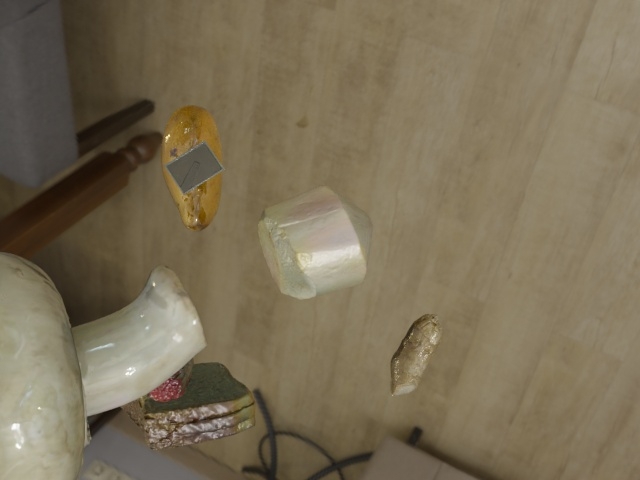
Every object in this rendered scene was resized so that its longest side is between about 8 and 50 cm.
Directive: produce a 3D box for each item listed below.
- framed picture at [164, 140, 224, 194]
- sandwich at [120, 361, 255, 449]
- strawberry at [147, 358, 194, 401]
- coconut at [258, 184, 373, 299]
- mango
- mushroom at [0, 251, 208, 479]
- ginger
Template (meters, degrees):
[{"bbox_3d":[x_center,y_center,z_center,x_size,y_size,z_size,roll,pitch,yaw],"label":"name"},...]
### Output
[{"bbox_3d":[-0.228,-0.131,1.472,0.066,0.089,0.006,55,168,1],"label":"framed picture"},{"bbox_3d":[-0.308,0.373,1.899,0.301,0.271,0.099,-161,64,-63],"label":"sandwich"},{"bbox_3d":[-0.303,0.253,1.630,0.086,0.145,0.145,11,127,10],"label":"strawberry"},{"bbox_3d":[0.000,0.000,1.816,0.239,0.244,0.239,162,90,-77],"label":"coconut"},{"bbox_3d":[-0.300,-0.169,1.910,0.120,0.177,0.294,2,92,20],"label":"mango"},{"bbox_3d":[-0.339,0.140,0.918,0.315,0.315,0.356,38,98,3],"label":"mushroom"},{"bbox_3d":[0.193,0.235,1.679,0.069,0.095,0.190,28,92,-2],"label":"ginger"}]
